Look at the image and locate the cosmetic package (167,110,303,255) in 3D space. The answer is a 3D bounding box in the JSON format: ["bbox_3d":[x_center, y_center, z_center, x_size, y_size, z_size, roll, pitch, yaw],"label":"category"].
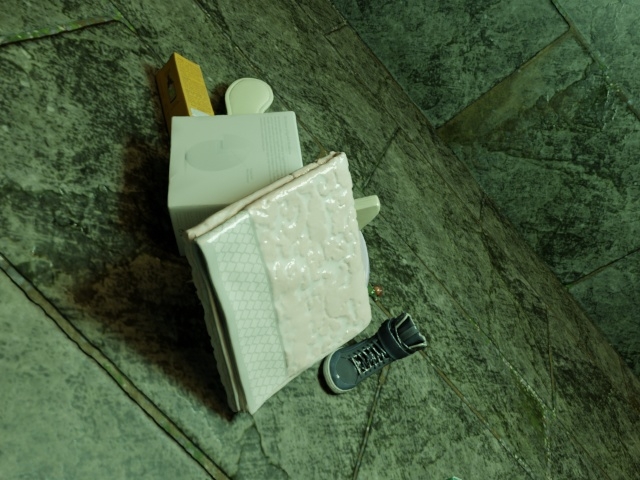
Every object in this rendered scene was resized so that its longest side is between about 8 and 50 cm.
[{"bbox_3d":[-0.145,-0.104,1.045,0.224,0.138,0.224,-4,52,-5],"label":"cosmetic package"}]

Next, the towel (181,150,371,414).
[{"bbox_3d":[-0.043,0.067,0.922,0.317,0.053,0.332,-32,125,-36],"label":"towel"}]

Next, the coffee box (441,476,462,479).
[{"bbox_3d":[0.217,0.529,1.038,0.040,0.113,0.184,35,34,-34],"label":"coffee box"}]

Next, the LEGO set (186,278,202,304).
[{"bbox_3d":[-0.190,0.088,1.004,0.083,0.023,0.054,25,41,-39],"label":"LEGO set"}]

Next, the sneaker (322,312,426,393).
[{"bbox_3d":[0.113,0.217,1.159,0.226,0.163,0.086,-17,75,-57],"label":"sneaker"}]

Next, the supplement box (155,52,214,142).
[{"bbox_3d":[-0.271,-0.268,1.200,0.080,0.078,0.233,11,51,-49],"label":"supplement box"}]

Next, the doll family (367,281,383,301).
[{"bbox_3d":[0.076,0.071,1.343,0.111,0.076,0.193,15,45,-41],"label":"doll family"}]

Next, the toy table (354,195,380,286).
[{"bbox_3d":[0.000,0.000,1.146,0.161,0.252,0.274,72,-4,-52],"label":"toy table"}]

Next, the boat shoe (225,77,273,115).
[{"bbox_3d":[-0.166,-0.266,1.332,0.109,0.091,0.305,4,43,-6],"label":"boat shoe"}]
